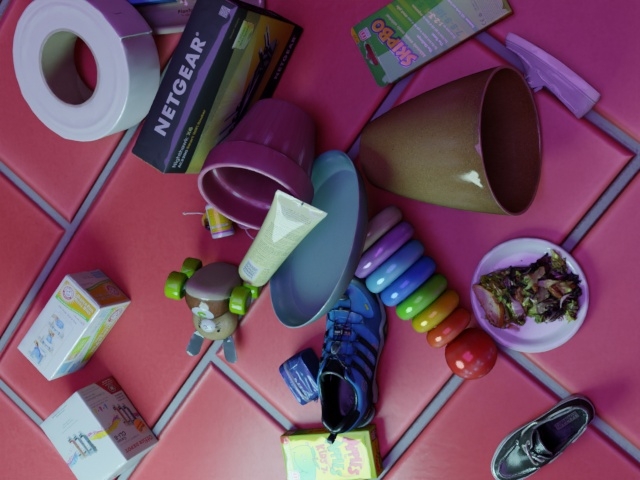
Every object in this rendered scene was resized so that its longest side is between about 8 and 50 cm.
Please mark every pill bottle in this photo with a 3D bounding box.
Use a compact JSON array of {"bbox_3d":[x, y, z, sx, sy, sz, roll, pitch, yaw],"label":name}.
[{"bbox_3d":[-0.191,-0.048,1.694,0.043,0.043,0.083,-12,93,22],"label":"pill bottle"}]

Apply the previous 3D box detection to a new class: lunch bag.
[{"bbox_3d":[-0.029,0.259,1.689,0.065,0.067,0.098,-34,85,22],"label":"lunch bag"}]

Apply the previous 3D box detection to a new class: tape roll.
[{"bbox_3d":[-0.449,-0.338,1.731,0.286,0.100,0.286,10,113,26],"label":"tape roll"}]

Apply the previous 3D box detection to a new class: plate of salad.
[{"bbox_3d":[0.351,0.095,1.533,0.200,0.048,0.199,2,96,21],"label":"plate of salad"}]

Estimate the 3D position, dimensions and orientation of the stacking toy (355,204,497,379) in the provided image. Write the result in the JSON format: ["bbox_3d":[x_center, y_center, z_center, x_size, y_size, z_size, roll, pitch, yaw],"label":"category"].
[{"bbox_3d":[0.182,0.102,1.561,0.141,0.141,0.330,-43,84,20],"label":"stacking toy"}]

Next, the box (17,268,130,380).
[{"bbox_3d":[-0.499,0.169,1.836,0.103,0.114,0.203,42,108,13],"label":"box"}]

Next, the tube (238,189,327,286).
[{"bbox_3d":[-0.074,-0.002,1.574,0.062,0.070,0.240,63,145,21],"label":"tube"}]

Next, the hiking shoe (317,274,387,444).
[{"bbox_3d":[0.053,0.200,1.615,0.113,0.132,0.304,-1,96,21],"label":"hiking shoe"}]

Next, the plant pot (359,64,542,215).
[{"bbox_3d":[0.200,-0.151,1.486,0.254,0.237,0.237,-3,95,35],"label":"plant pot"}]

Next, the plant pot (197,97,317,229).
[{"bbox_3d":[-0.093,-0.141,1.591,0.201,0.201,0.180,9,59,20],"label":"plant pot"}]

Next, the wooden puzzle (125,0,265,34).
[{"bbox_3d":[-0.270,-0.566,1.681,0.322,0.080,0.347,-1,96,22],"label":"wooden puzzle"}]

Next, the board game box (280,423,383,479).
[{"bbox_3d":[0.020,0.401,1.699,0.181,0.043,0.092,-9,93,22],"label":"board game box"}]

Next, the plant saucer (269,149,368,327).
[{"bbox_3d":[0.000,0.000,1.566,0.044,0.317,0.317,15,106,-25],"label":"plant saucer"}]

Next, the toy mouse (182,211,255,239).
[{"bbox_3d":[-0.165,-0.071,1.723,0.161,0.031,0.143,33,107,14],"label":"toy mouse"}]

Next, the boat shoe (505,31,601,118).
[{"bbox_3d":[0.369,-0.270,1.481,0.184,0.066,0.063,37,107,3],"label":"boat shoe"}]

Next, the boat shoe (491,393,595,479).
[{"bbox_3d":[0.372,0.343,1.541,0.078,0.070,0.219,47,110,10],"label":"boat shoe"}]

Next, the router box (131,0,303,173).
[{"bbox_3d":[-0.177,-0.268,1.590,0.081,0.243,0.308,33,107,19],"label":"router box"}]

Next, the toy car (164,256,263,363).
[{"bbox_3d":[-0.205,0.146,1.715,0.155,0.149,0.188,12,112,10],"label":"toy car"}]

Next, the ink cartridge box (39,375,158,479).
[{"bbox_3d":[-0.446,0.393,1.834,0.127,0.128,0.176,-40,82,20],"label":"ink cartridge box"}]

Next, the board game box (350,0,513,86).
[{"bbox_3d":[0.187,-0.376,1.550,0.259,0.039,0.124,-28,85,19],"label":"board game box"}]
